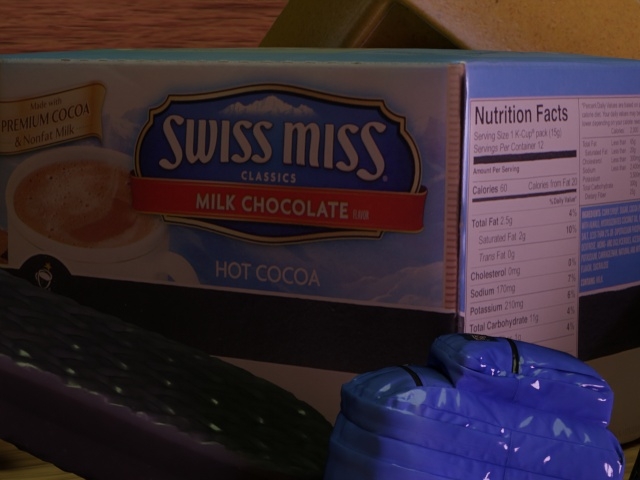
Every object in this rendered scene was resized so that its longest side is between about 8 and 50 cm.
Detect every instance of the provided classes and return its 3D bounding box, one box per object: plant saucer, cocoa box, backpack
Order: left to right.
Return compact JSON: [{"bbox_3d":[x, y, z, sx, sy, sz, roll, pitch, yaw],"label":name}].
[{"bbox_3d":[0.000,0.000,1.105,0.347,0.227,0.231,5,7,36],"label":"cocoa box"},{"bbox_3d":[0.063,0.091,0.824,0.120,0.101,0.098,9,-2,-9],"label":"backpack"},{"bbox_3d":[0.107,-0.064,1.275,0.333,0.081,0.333,37,-35,-2],"label":"plant saucer"}]

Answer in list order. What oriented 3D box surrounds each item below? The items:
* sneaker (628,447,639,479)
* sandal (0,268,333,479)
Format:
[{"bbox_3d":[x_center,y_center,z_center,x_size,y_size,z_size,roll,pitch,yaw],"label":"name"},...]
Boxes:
[{"bbox_3d":[0.192,0.116,0.909,0.075,0.057,0.161,18,8,9],"label":"sneaker"},{"bbox_3d":[-0.210,0.060,0.878,0.446,0.107,0.167,24,13,2],"label":"sandal"}]
